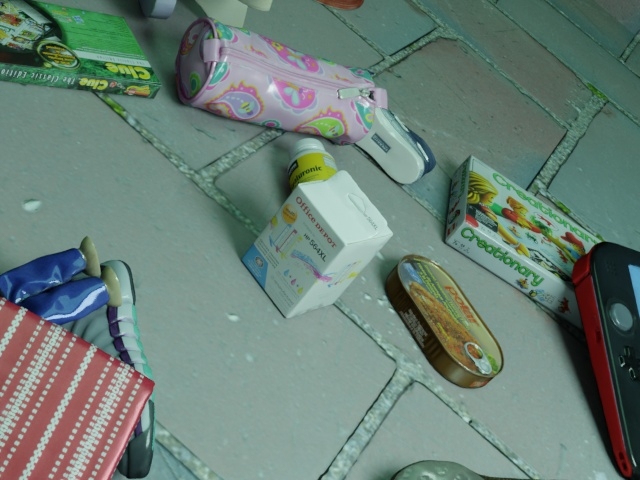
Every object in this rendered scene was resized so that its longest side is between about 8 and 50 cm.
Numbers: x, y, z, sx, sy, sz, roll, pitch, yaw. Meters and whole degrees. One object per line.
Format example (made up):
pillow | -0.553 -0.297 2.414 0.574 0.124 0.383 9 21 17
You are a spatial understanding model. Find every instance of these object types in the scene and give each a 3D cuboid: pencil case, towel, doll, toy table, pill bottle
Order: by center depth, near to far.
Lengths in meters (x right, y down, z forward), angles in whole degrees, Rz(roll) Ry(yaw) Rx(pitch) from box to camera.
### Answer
towel | -0.278 0.123 0.690 0.274 0.031 0.199 30 60 -13
doll | -0.256 0.063 0.780 0.189 0.046 0.129 -25 59 -29
pill bottle | -0.007 -0.075 1.228 0.065 0.065 0.116 17 38 -30
pencil case | -0.051 -0.207 1.294 0.284 0.124 0.124 11 42 -34
toy table | -0.162 -0.407 1.344 0.160 0.252 0.274 3 54 -20

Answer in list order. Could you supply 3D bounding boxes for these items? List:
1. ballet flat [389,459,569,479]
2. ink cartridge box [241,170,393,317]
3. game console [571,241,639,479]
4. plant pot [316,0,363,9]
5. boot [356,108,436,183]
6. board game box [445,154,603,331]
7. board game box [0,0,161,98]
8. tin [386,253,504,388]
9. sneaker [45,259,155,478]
ballet flat | 0.168 0.272 0.993 0.249 0.058 0.084 9 64 -29
ink cartridge box | 0.000 0.000 1.070 0.090 0.143 0.092 -14 58 -51
game console | 0.522 0.187 1.361 0.386 0.060 0.342 16 52 -30
plant pot | 0.036 -0.602 1.727 0.272 0.265 0.272 26 35 -20
boot | 0.090 -0.164 1.439 0.190 0.069 0.086 52 27 6
board game box | 0.328 0.014 1.451 0.305 0.053 0.193 32 34 -11
board game box | -0.325 -0.234 1.150 0.259 0.030 0.136 1 46 -43
tin | 0.152 0.099 1.197 0.106 0.040 0.190 -4 52 -41
sneaker | -0.200 0.111 0.827 0.098 0.083 0.224 -3 42 -19
